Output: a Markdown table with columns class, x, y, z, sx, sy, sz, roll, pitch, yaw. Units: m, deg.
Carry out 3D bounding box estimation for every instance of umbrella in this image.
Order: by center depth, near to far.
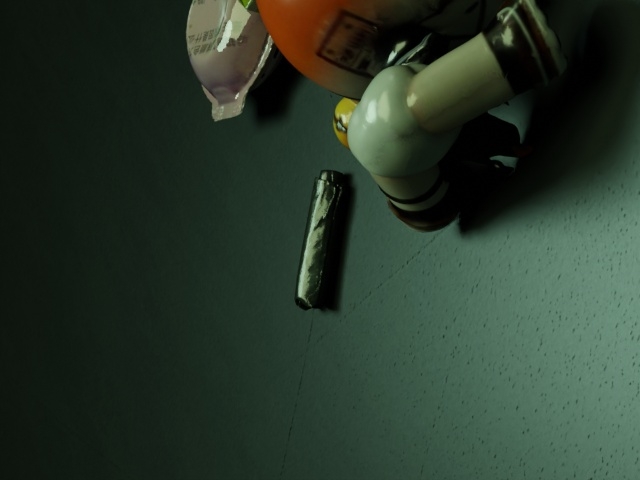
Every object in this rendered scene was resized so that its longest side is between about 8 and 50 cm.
| class | x | y | z | sx | sy | sz | roll | pitch | yaw |
| --- | --- | --- | --- | --- | --- | --- | --- | --- | --- |
| umbrella | 0.001 | 0.000 | 1.839 | 0.036 | 0.031 | 0.133 | 7 | 87 | 33 |

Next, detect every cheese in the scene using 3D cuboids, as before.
| class | x | y | z | sx | sy | sz | roll | pitch | yaw |
| --- | --- | --- | --- | --- | --- | --- | --- | --- | --- |
| cheese | -0.076 | -0.261 | 2.002 | 0.189 | 0.074 | 0.286 | -12 | 68 | 57 |

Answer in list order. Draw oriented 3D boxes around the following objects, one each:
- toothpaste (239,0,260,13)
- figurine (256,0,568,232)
| class | x | y | z | sx | sy | sz | roll | pitch | yaw |
| --- | --- | --- | --- | --- | --- | --- | --- | --- | --- |
| toothpaste | 0.032 | -0.340 | 1.802 | 0.327 | 0.110 | 0.077 | -60 | 34 | 31 |
| figurine | 0.056 | -0.195 | 1.636 | 0.320 | 0.196 | 0.323 | -58 | 47 | 44 |
